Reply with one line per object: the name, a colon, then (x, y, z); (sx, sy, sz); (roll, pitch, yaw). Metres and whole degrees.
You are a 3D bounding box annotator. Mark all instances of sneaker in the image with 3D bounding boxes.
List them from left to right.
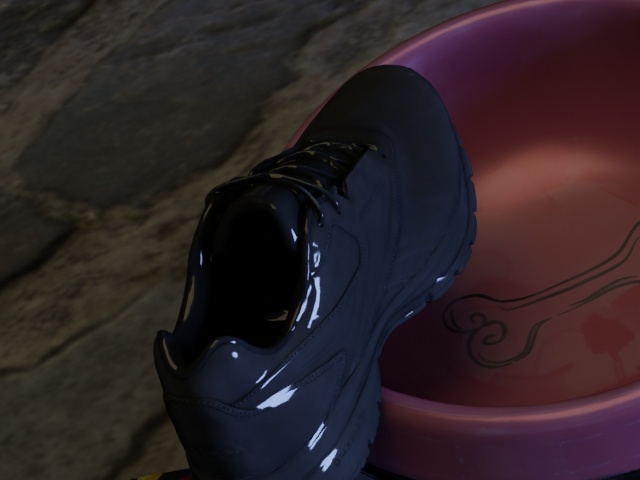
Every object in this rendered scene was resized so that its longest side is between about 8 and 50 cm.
sneaker: (0.000, 0.000, 0.961); (0.109, 0.130, 0.286); (-1, 45, 24)

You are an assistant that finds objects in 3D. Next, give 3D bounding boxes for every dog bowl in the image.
dog bowl: (0.140, 0.018, 1.089); (0.408, 0.150, 0.408); (-12, 43, 11)

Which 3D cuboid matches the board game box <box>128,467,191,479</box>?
board game box: (-0.066, 0.204, 1.002); (0.194, 0.060, 0.194); (-14, 35, 44)
